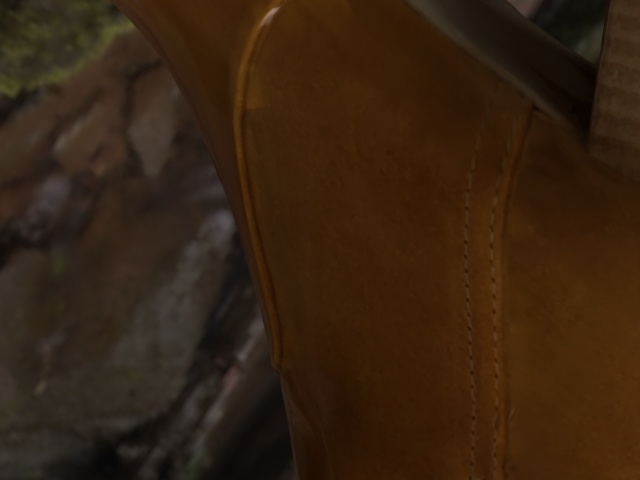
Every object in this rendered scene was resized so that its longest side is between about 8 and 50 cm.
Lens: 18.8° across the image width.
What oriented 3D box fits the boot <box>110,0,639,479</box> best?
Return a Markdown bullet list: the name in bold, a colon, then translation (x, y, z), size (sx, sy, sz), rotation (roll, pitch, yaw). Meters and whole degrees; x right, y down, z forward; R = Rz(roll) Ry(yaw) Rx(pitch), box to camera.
- **boot**: translation (0.001, 0.000, 0.502), size (0.104, 0.295, 0.211), rotation (-18, 119, -53)
